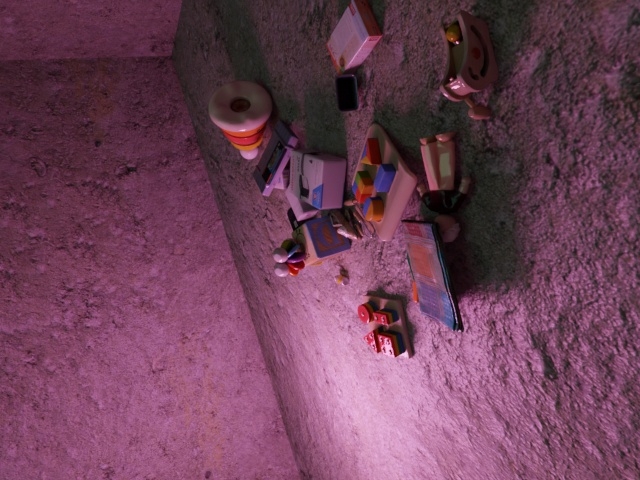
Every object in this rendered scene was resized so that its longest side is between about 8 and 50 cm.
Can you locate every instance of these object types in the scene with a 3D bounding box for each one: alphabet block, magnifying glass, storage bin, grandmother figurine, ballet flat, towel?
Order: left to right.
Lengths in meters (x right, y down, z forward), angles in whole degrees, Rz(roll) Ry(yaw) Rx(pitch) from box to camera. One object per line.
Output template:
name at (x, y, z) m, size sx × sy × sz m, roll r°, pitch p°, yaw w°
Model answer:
storage bin at (-0.102, -0.103, 2.241) m, size 0.122 × 0.084 × 0.180 m, roll -38°, pitch 70°, yaw 60°
alphabet block at (0.000, 0.000, 1.999) m, size 0.197 × 0.193 × 0.193 m, roll -33°, pitch 73°, yaw 61°
ballet flat at (0.096, -0.067, 1.888) m, size 0.206 × 0.067 × 0.073 m, roll 54°, pitch 162°, yaw 34°
storage bin at (0.106, -0.581, 1.635) m, size 0.091 × 0.098 × 0.135 m, roll -104°, pitch 6°, yaw -73°
magnifying glass at (0.370, 0.130, 1.583) m, size 0.092 × 0.026 × 0.231 m, roll 24°, pitch 123°, yaw 54°
towel at (0.373, 0.111, 1.422) m, size 0.271 × 0.040 × 0.370 m, roll -160°, pitch 54°, yaw -77°
grandmother figurine at (0.386, -0.162, 1.328) m, size 0.208 × 0.104 × 0.343 m, roll -169°, pitch 69°, yaw -68°

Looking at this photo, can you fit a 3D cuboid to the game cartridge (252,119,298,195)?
game cartridge at (-0.248, -0.435, 2.185) m, size 0.355 × 0.068 × 0.230 m, roll -59°, pitch 34°, yaw 23°

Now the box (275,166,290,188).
box at (-0.209, -0.348, 2.274) m, size 0.203 × 0.114 × 0.103 m, roll 18°, pitch 119°, yaw 55°

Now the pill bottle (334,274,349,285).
pill bottle at (0.104, 0.197, 2.068) m, size 0.083 × 0.043 × 0.043 m, roll 17°, pitch 118°, yaw 58°

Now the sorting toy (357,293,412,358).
sorting toy at (0.266, 0.384, 1.824) m, size 0.255 × 0.089 × 0.257 m, roll -2°, pitch 102°, yaw 61°

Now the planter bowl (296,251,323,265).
planter bowl at (-0.081, 0.054, 2.228) m, size 0.217 × 0.217 × 0.090 m, roll -38°, pitch 35°, yaw 60°

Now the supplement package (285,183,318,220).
supplement package at (-0.094, -0.211, 2.149) m, size 0.179 × 0.105 × 0.105 m, roll 65°, pitch 151°, yaw 15°

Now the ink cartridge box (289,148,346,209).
ink cartridge box at (-0.022, -0.294, 1.929) m, size 0.307 × 0.129 × 0.223 m, roll 33°, pitch 125°, yaw 53°

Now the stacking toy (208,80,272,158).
stacking toy at (-0.438, -0.653, 2.430) m, size 0.351 × 0.350 × 0.480 m, roll 62°, pitch 168°, yaw 22°

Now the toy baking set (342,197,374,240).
toy baking set at (0.168, -0.096, 1.804) m, size 0.197 × 0.030 × 0.256 m, roll 67°, pitch 163°, yaw -2°

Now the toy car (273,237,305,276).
toy car at (-0.137, 0.085, 1.962) m, size 0.136 × 0.159 × 0.182 m, roll 9°, pitch 117°, yaw 22°

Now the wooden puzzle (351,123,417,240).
wooden puzzle at (0.211, -0.220, 1.571) m, size 0.322 × 0.080 × 0.348 m, roll 106°, pitch 150°, yaw -44°

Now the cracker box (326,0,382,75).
cracker box at (0.119, -0.746, 1.537) m, size 0.232 × 0.067 × 0.156 m, roll -34°, pitch 74°, yaw 61°

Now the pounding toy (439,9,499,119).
pounding toy at (0.375, -0.459, 1.135) m, size 0.155 × 0.154 × 0.270 m, roll -11°, pitch 94°, yaw 61°
